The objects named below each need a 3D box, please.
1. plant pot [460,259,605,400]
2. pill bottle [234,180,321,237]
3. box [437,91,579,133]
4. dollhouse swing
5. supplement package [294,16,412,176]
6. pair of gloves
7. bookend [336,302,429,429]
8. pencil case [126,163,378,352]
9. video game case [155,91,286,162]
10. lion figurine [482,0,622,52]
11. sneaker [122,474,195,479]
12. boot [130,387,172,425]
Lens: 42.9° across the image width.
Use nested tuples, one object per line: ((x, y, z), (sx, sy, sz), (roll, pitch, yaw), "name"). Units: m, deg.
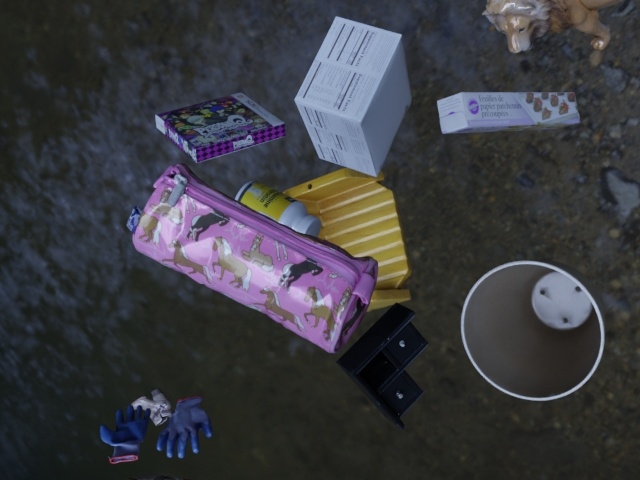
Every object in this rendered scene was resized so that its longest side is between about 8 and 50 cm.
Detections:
((0.436, 0.143, 1.570), (0.256, 0.274, 0.256), (5, 101, 27), "plant pot")
((-0.094, -0.053, 1.785), (0.184, 0.103, 0.103), (27, 136, 22), "pill bottle")
((0.353, -0.237, 1.500), (0.067, 0.324, 0.063), (-12, 87, 52), "box")
((0.000, 0.000, 1.989), (0.315, 0.305, 0.346), (-19, 72, 29), "dollhouse swing")
((0.077, -0.288, 1.668), (0.145, 0.204, 0.262), (21, 166, 17), "supplement package")
((-0.282, 0.325, 1.395), (0.198, 0.159, 0.023), (-10, 113, -2), "pair of gloves")
((0.140, 0.225, 1.461), (0.157, 0.156, 0.072), (51, 169, -21), "bookend")
((-0.097, 0.025, 1.243), (0.386, 0.160, 0.167), (27, -178, 13), "pencil case")
((-0.231, -0.264, 1.873), (0.210, 0.232, 0.041), (41, 141, 44), "video game case")
((0.476, -0.418, 1.312), (0.392, 0.240, 0.142), (-23, 65, 37), "lion figurine")
((-0.155, 0.288, 0.615), (0.088, 0.225, 0.093), (-8, 151, 41), "sneaker")
((-0.449, 0.453, 2.168), (0.118, 0.042, 0.087), (-34, 70, 18), "boot")
